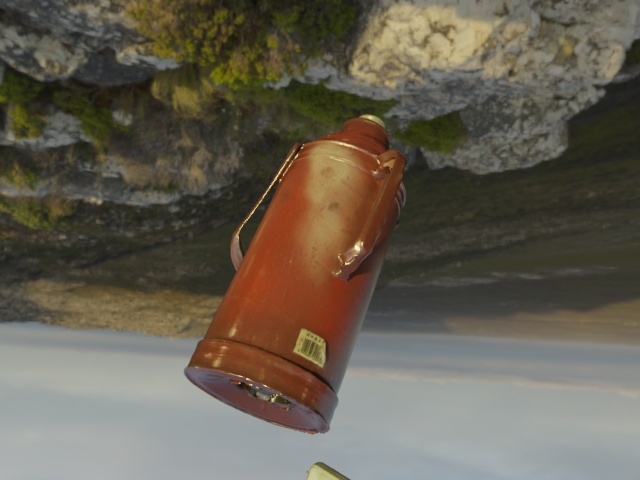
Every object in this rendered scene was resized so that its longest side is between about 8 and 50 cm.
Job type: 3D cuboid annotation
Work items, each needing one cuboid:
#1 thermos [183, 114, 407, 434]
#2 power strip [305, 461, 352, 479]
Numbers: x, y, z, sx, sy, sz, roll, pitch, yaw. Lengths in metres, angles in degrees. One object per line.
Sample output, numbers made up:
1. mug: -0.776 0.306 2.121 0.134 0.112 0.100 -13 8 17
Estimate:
1. thermos: 0.003 0.002 0.387 0.099 0.232 0.124 34 151 -19
2. power strip: 0.023 0.205 0.429 0.090 0.040 0.016 22 -175 27
